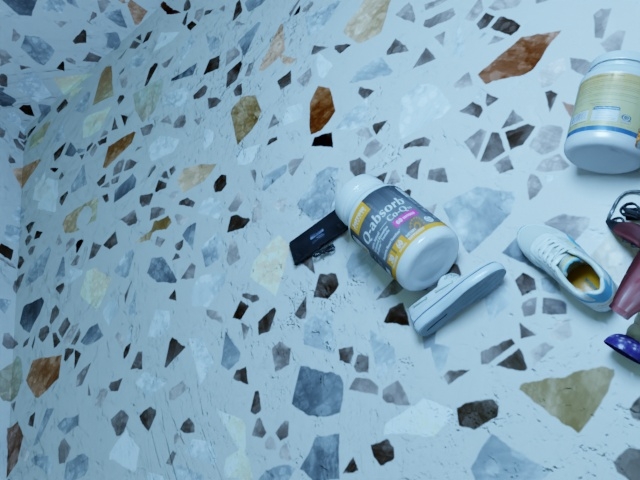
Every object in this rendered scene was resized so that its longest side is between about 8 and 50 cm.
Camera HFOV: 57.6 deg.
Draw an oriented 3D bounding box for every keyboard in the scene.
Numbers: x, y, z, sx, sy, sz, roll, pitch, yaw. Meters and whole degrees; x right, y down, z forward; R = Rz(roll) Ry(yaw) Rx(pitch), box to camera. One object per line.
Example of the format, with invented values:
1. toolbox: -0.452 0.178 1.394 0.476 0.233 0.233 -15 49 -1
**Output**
1. keyboard: 0.000 0.000 1.495 0.180 0.023 0.108 -36 46 18

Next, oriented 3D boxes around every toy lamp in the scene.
1. toy lamp: 0.587 0.076 0.991 0.080 0.080 0.274 34 90 41

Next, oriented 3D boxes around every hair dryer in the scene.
1. hair dryer: 0.561 0.007 0.981 0.080 0.223 0.293 32 67 0

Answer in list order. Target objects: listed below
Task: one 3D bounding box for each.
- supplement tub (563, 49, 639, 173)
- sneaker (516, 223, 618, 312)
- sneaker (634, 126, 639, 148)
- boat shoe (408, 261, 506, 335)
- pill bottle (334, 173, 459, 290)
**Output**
1. supplement tub: 0.561 -0.244 1.117 0.144 0.144 0.199 9 75 39
2. sneaker: 0.458 0.035 1.095 0.087 0.092 0.228 -50 48 9
3. sneaker: 0.624 -0.187 0.970 0.121 0.263 0.099 24 112 44
4. boat shoe: 0.271 0.104 1.204 0.226 0.083 0.075 -39 52 16
5. pill bottle: 0.160 -0.027 1.297 0.162 0.162 0.278 -50 49 6
